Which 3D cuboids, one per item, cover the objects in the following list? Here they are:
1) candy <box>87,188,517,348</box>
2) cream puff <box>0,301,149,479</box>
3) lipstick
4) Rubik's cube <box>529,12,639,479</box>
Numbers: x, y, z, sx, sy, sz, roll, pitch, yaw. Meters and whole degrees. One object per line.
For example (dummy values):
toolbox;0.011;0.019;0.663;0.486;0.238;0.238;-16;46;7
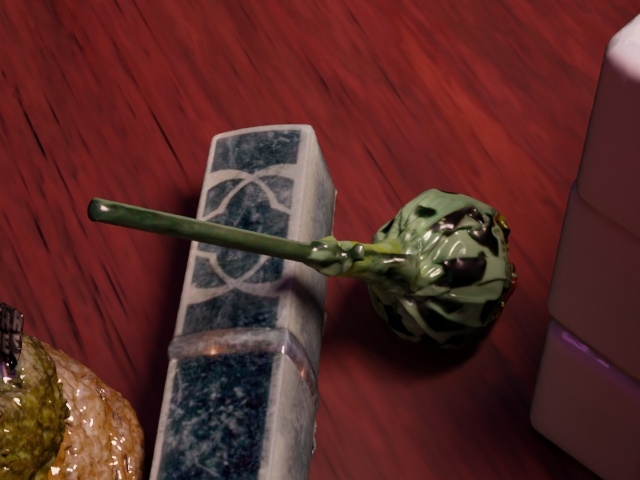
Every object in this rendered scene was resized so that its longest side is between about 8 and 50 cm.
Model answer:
candy;0.000;0.000;0.786;0.083;0.305;0.091;11;88;44
cream puff;-0.182;0.100;0.749;0.183;0.169;0.183;-1;51;1
lipstick;-0.040;0.058;0.836;0.078;0.076;0.289;-6;48;15
Rubik's cube;0.331;0.006;0.730;0.319;0.316;0.322;36;59;25
